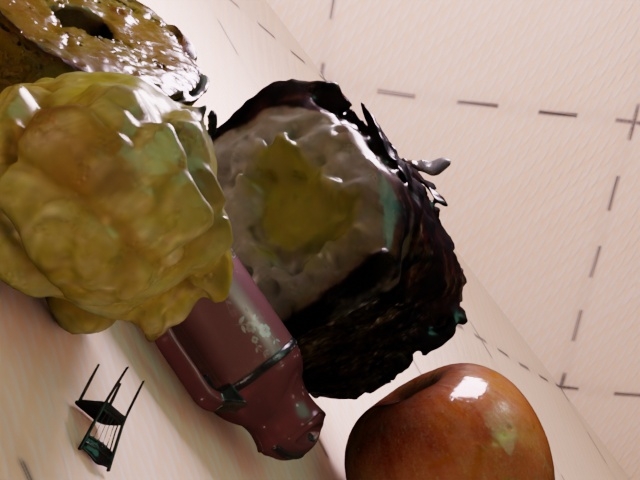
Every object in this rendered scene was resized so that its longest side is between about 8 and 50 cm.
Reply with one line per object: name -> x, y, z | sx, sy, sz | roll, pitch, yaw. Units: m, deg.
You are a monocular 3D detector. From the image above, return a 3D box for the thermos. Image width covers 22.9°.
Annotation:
thermos -> -0.106, 0.073, 1.523 | 0.330, 0.109, 0.136 | 55, -2, -4

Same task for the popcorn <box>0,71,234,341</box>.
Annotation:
popcorn -> -0.178, -0.036, 1.309 | 0.252, 0.215, 0.286 | 47, 9, -12

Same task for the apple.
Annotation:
apple -> 0.147, 0.266, 1.771 | 0.253, 0.253, 0.253 | 53, 12, -16

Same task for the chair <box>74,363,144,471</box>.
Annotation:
chair -> -0.176, 0.142, 1.266 | 0.037, 0.042, 0.086 | 47, 50, -35

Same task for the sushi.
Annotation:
sushi -> 0.000, 0.001, 1.764 | 0.294, 0.281, 0.299 | 38, 36, -57

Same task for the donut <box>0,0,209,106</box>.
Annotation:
donut -> -0.240, -0.177, 1.527 | 0.272, 0.107, 0.272 | 29, 24, -14
